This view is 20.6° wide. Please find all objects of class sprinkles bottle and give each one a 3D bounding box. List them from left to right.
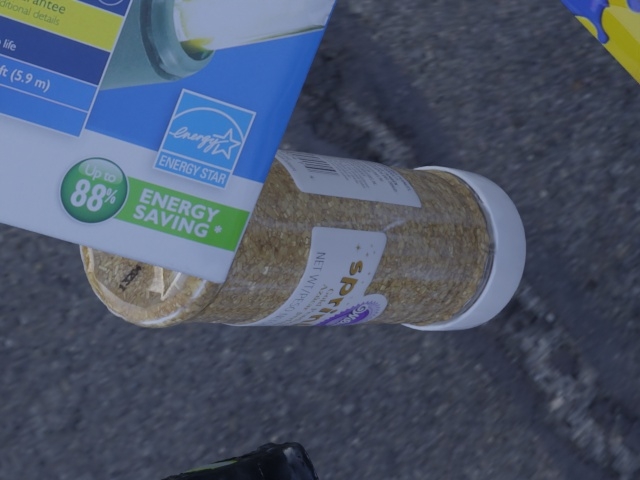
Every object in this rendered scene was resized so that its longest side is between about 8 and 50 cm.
[{"bbox_3d":[0.000,0.000,1.187,0.121,0.355,0.121,-2,86,37],"label":"sprinkles bottle"}]

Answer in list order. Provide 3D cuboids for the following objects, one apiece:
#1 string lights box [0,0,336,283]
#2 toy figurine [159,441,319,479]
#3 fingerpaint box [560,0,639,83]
[{"bbox_3d":[-0.049,-0.132,0.499,0.077,0.133,0.260,42,113,59],"label":"string lights box"},{"bbox_3d":[-0.043,0.211,0.716,0.209,0.148,0.213,48,144,41],"label":"toy figurine"},{"bbox_3d":[0.282,-0.148,0.496,0.371,0.163,0.445,47,143,1],"label":"fingerpaint box"}]
